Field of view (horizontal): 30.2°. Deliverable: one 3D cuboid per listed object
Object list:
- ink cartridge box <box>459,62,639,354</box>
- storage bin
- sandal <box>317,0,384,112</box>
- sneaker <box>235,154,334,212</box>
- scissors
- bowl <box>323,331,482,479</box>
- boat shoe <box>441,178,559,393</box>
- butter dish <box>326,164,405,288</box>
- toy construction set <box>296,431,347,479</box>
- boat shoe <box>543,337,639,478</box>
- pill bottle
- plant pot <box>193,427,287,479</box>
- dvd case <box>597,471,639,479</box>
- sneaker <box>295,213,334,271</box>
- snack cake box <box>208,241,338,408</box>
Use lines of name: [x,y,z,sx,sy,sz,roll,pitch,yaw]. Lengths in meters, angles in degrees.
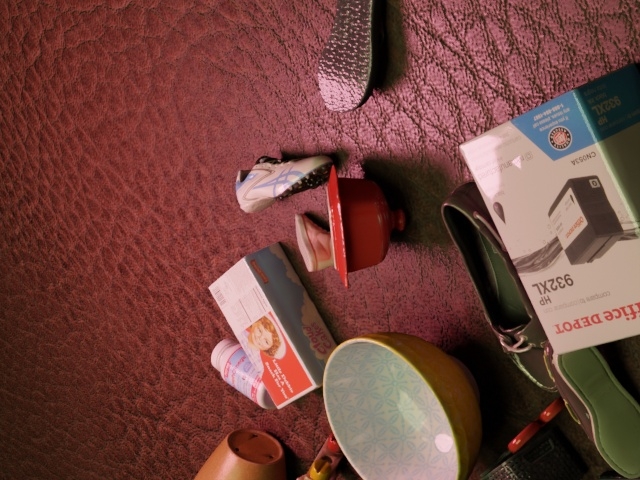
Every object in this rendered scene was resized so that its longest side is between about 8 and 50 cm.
ink cartridge box: [0.343,-0.032,1.492,0.223,0.129,0.307,-25,91,53]
storage bin: [0.296,0.371,1.780,0.084,0.122,0.180,54,142,15]
sandal: [0.060,-0.307,1.755,0.097,0.054,0.254,27,120,30]
sneaker: [-0.068,-0.109,1.987,0.237,0.085,0.086,-18,88,50]
scissors: [0.306,0.304,1.802,0.021,0.109,0.297,45,163,14]
bowl: [0.157,0.258,1.857,0.289,0.156,0.289,28,130,39]
boat shoe: [0.259,0.075,1.681,0.112,0.095,0.335,-17,96,53]
butter dish: [0.073,-0.028,1.842,0.160,0.118,0.159,-95,-2,-66]
toy construction set: [0.002,0.498,2.111,0.257,0.237,0.309,59,143,8]
boat shoe: [0.383,0.223,1.634,0.227,0.081,0.069,59,172,-12]
pill bottle: [-0.133,0.249,2.258,0.160,0.087,0.087,28,130,38]
plant pot: [-0.163,0.507,2.352,0.237,0.237,0.254,34,119,35]
dvd case: [0.503,0.438,1.654,0.180,0.022,0.253,-16,97,53]
sneaker: [0.000,0.000,2.000,0.134,0.070,0.051,-111,14,-49]
snack cake box: [-0.076,0.154,2.137,0.152,0.089,0.264,-37,81,51]
